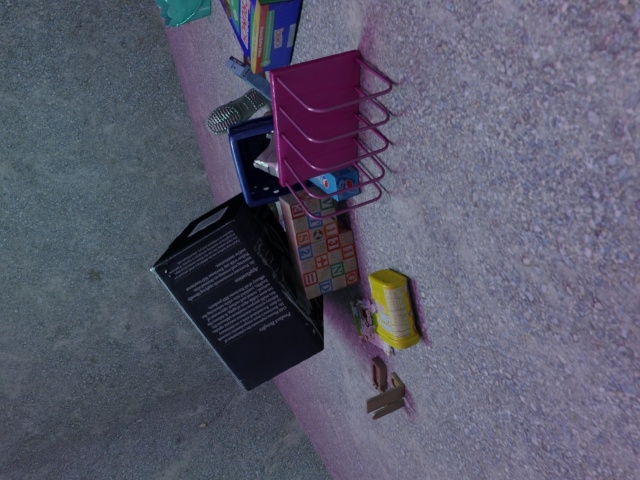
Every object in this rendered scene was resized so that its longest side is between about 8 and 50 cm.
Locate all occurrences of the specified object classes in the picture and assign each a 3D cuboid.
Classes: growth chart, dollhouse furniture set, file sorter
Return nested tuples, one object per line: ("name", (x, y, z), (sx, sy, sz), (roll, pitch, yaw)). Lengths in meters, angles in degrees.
("growth chart", (0.149, 0.251, 1.573), (0.237, 0.021, 0.171), (-175, 68, -71))
("dollhouse furniture set", (0.158, 0.448, 1.578), (0.151, 0.123, 0.144), (-129, 26, -48))
("file sorter", (0.029, -0.217, 1.131), (0.182, 0.202, 0.290), (54, 156, 40))

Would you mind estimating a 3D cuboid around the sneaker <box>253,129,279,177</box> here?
("sneaker", (-0.079, -0.274, 1.347), (0.105, 0.116, 0.281), (92, -163, -48))

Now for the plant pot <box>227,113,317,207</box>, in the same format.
("plant pot", (-0.157, -0.264, 1.614), (0.212, 0.236, 0.235), (-126, 22, -58))

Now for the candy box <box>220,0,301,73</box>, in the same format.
("candy box", (-0.178, -0.663, 1.418), (0.317, 0.122, 0.268), (65, 162, 14))

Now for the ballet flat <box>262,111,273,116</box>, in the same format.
("ballet flat", (-0.211, -0.344, 1.745), (0.067, 0.206, 0.073), (35, 171, 28))

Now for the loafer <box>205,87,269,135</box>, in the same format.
("loafer", (-0.277, -0.441, 1.803), (0.094, 0.251, 0.087), (61, -172, -9))

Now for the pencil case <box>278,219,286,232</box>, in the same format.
("pencil case", (-0.227, -0.028, 2.123), (0.086, 0.206, 0.088), (-142, 44, -75))

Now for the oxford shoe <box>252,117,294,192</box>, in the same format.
("oxford shoe", (-0.176, -0.258, 1.829), (0.123, 0.130, 0.347), (158, 92, -73))

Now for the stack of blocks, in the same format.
("stack of blocks", (0.000, 0.000, 1.503), (0.087, 0.171, 0.296), (-140, 36, -59))

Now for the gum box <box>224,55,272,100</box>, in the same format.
("gum box", (-0.189, -0.478, 1.602), (0.184, 0.041, 0.157), (32, -171, -37))

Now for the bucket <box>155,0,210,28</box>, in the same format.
("bucket", (-0.569, -1.019, 2.128), (0.281, 0.183, 0.281), (57, 159, 37))

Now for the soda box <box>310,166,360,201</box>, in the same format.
("soda box", (0.026, -0.178, 1.407), (0.210, 0.067, 0.071), (-136, 31, -56))

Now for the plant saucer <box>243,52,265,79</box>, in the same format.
("plant saucer", (-0.232, -0.593, 1.816), (0.168, 0.029, 0.168), (161, 90, -73))

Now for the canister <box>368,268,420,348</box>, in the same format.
("canister", (0.179, 0.166, 1.301), (0.126, 0.074, 0.169), (-154, 48, -66))

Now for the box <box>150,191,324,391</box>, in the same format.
("box", (-0.229, 0.128, 1.697), (0.471, 0.298, 0.480), (58, -171, -16))

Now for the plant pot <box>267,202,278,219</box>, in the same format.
("plant pot", (-0.276, -0.115, 2.232), (0.167, 0.165, 0.166), (57, 159, 36))
